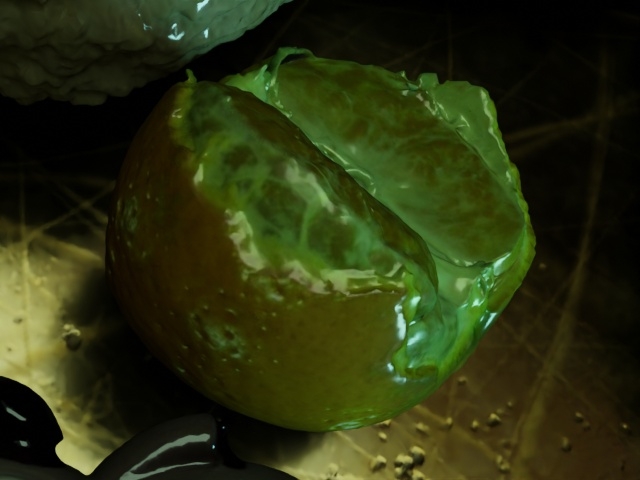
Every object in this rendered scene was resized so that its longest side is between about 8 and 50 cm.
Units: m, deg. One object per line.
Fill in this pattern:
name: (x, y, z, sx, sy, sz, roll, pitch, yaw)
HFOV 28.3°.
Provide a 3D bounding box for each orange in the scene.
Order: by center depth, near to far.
orange: (-0.002, 0.003, 0.612, 0.179, 0.158, 0.237, 36, 28, 9)

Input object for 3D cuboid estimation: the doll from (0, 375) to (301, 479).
doll: (-0.083, 0.162, 0.559, 0.257, 0.117, 0.182, 13, 84, -18)

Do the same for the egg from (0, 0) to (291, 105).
egg: (-0.092, -0.213, 0.610, 0.279, 0.279, 0.310, 44, 75, 0)
